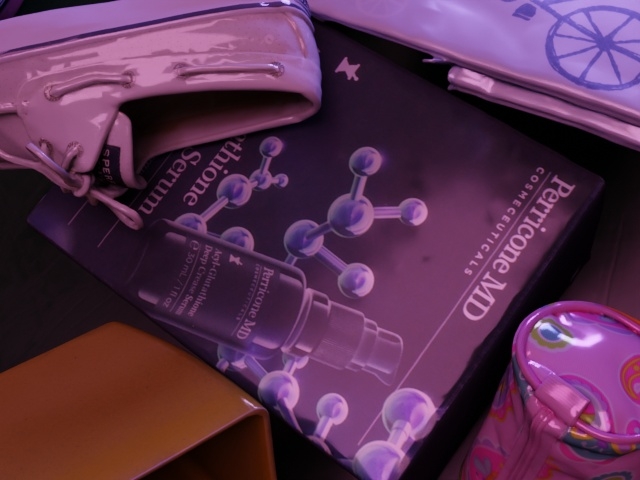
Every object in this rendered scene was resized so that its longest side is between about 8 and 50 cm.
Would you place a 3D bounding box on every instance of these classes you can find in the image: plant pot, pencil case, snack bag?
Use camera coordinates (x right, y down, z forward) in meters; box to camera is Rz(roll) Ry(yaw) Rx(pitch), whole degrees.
[{"bbox_3d":[-0.172,0.192,0.687,0.212,0.212,0.187,-26,44,-26],"label":"plant pot"},{"bbox_3d":[0.168,0.171,0.649,0.124,0.284,0.124,4,47,-5],"label":"pencil case"},{"bbox_3d":[0.185,-0.242,0.741,0.343,0.037,0.323,24,63,23],"label":"snack bag"}]

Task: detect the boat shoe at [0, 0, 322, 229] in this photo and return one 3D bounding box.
[{"bbox_3d":[-0.173,-0.084,0.682,0.367,0.136,0.156,-14,72,-2],"label":"boat shoe"}]

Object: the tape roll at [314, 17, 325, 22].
[{"bbox_3d":[-0.064,-0.360,0.901,0.246,0.246,0.169,17,78,18],"label":"tape roll"}]

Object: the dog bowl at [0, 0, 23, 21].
[{"bbox_3d":[-0.534,-0.375,1.071,0.408,0.150,0.407,-4,71,12],"label":"dog bowl"}]

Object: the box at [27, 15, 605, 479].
[{"bbox_3d":[0.000,0.000,0.786,0.395,0.212,0.293,33,82,20],"label":"box"}]

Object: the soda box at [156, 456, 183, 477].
[{"bbox_3d":[-0.210,0.199,0.853,0.181,0.058,0.061,0,73,13],"label":"soda box"}]
